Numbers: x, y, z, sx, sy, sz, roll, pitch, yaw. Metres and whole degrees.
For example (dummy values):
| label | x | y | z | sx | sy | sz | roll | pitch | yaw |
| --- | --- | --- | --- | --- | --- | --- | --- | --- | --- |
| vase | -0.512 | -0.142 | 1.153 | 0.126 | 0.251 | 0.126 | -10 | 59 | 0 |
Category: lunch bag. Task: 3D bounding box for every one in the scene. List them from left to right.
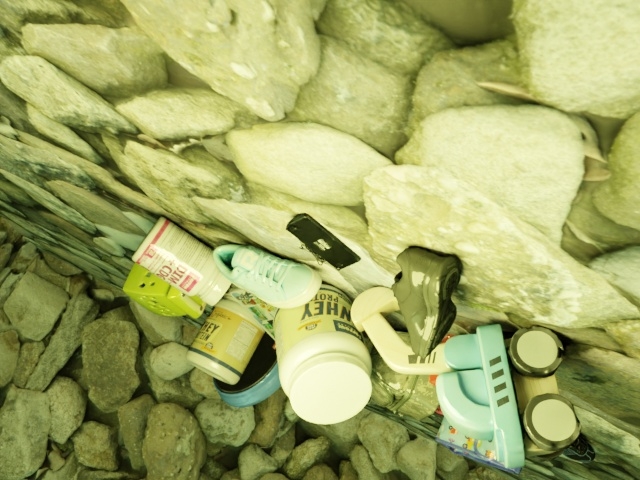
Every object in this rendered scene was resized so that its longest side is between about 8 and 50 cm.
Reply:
| label | x | y | z | sx | sy | sz | roll | pitch | yaw |
| --- | --- | --- | --- | --- | --- | --- | --- | --- | --- |
| lunch bag | 0.230 | 0.386 | 1.647 | 0.256 | 0.212 | 0.305 | 23 | 159 | 8 |
| lunch bag | 0.547 | 0.588 | 1.753 | 0.293 | 0.221 | 0.138 | 2 | 149 | 48 |

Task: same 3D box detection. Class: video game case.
| label | x | y | z | sx | sy | sz | roll | pitch | yaw |
| --- | --- | --- | --- | --- | --- | --- | --- | --- | --- |
| video game case | -0.082 | 0.240 | 1.729 | 0.300 | 0.036 | 0.329 | -17 | 122 | 42 |

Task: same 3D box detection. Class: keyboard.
| label | x | y | z | sx | sy | sz | roll | pitch | yaw |
| --- | --- | --- | --- | --- | --- | --- | --- | --- | --- |
| keyboard | 0.000 | 0.000 | 1.263 | 0.100 | 0.038 | 0.192 | -24 | 129 | 35 |

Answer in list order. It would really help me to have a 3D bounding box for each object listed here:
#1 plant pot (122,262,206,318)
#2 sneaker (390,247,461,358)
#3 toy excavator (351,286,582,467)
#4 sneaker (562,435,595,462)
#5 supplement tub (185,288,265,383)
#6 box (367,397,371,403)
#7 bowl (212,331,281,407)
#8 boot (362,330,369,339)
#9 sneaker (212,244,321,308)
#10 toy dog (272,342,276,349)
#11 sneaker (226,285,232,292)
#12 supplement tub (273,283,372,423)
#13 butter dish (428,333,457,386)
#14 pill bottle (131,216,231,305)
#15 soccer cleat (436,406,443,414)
| label | x | y | z | sx | sy | sz | roll | pitch | yaw |
| --- | --- | --- | --- | --- | --- | --- | --- | --- | --- |
| plant pot | -0.490 | 0.133 | 1.901 | 0.207 | 0.228 | 0.227 | 8 | 154 | 23 |
| sneaker | 0.209 | 0.125 | 1.153 | 0.130 | 0.109 | 0.286 | 27 | 136 | 31 |
| toy excavator | 0.304 | 0.293 | 1.271 | 0.445 | 0.433 | 0.222 | -8 | 152 | 9 |
| sneaker | 0.813 | 0.660 | 1.814 | 0.232 | 0.081 | 0.090 | 30 | 167 | -8 |
| supplement tub | -0.349 | 0.367 | 2.152 | 0.228 | 0.316 | 0.228 | 24 | 158 | 10 |
| box | 0.051 | 0.502 | 2.198 | 0.296 | 0.182 | 0.294 | 27 | 161 | -8 |
| bowl | -0.270 | 0.481 | 2.249 | 0.391 | 0.391 | 0.077 | 3 | 140 | 47 |
| boot | 0.161 | 0.309 | 1.798 | 0.118 | 0.042 | 0.087 | 15 | 160 | 28 |
| sneaker | -0.166 | 0.087 | 1.511 | 0.366 | 0.135 | 0.150 | 6 | 155 | 42 |
| toy dog | -0.042 | 0.337 | 1.935 | 0.334 | 0.161 | 0.220 | 4 | 151 | 46 |
| sneaker | -0.428 | 0.186 | 2.112 | 0.100 | 0.108 | 0.271 | 40 | 154 | -29 |
| supplement tub | 0.002 | 0.289 | 1.463 | 0.235 | 0.235 | 0.325 | 36 | -163 | -25 |
| butter dish | 0.382 | 0.316 | 1.446 | 0.160 | 0.159 | 0.118 | 21 | -159 | 14 |
| pill bottle | -0.411 | 0.069 | 1.701 | 0.283 | 0.160 | 0.160 | 36 | 158 | -16 |
| soccer cleat | 0.396 | 0.551 | 2.041 | 0.331 | 0.116 | 0.143 | 12 | 172 | 39 |
